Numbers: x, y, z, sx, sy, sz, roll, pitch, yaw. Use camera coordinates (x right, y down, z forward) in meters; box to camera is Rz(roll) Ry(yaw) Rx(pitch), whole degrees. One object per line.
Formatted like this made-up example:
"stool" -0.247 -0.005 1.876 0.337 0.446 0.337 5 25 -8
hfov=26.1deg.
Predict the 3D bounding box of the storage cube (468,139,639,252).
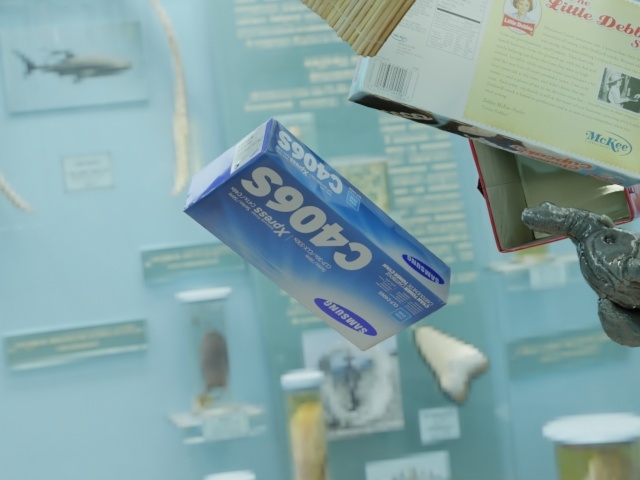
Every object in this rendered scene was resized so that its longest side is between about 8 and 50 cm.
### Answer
"storage cube" 0.332 -0.100 1.866 0.215 0.183 0.193 -15 -1 27

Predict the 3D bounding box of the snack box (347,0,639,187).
"snack box" 0.207 -0.190 1.439 0.322 0.187 0.060 17 -8 -11

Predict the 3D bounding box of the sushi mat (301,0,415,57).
"sushi mat" 0.053 -0.288 1.134 0.019 0.151 0.316 -49 -1 -38

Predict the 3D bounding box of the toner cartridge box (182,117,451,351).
"toner cartridge box" 0.000 0.000 1.863 0.165 0.348 0.075 -33 30 35

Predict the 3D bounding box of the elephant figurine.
"elephant figurine" 0.380 0.040 1.624 0.240 0.169 0.186 -7 14 -25
